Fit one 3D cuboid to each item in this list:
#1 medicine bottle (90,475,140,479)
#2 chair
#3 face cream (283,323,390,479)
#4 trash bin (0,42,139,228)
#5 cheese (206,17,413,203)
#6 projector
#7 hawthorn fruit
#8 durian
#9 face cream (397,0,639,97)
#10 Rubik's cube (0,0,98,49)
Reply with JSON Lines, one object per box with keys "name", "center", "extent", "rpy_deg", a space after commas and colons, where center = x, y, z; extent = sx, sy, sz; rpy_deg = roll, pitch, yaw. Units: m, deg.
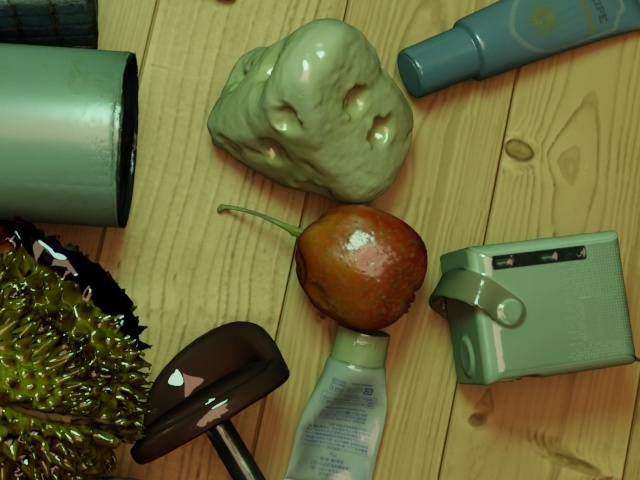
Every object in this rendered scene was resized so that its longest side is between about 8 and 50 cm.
{"name": "medicine bottle", "center": [-0.356, 0.360, 1.391], "extent": [0.293, 0.170, 0.170], "rpy_deg": [5, 84, -7]}
{"name": "chair", "center": [-0.075, 0.305, 1.409], "extent": [0.227, 0.226, 0.401], "rpy_deg": [-30, 88, -10]}
{"name": "face cream", "center": [0.030, 0.223, 1.521], "extent": [0.114, 0.070, 0.224], "rpy_deg": [12, 95, -3]}
{"name": "trash bin", "center": [-0.359, -0.128, 1.410], "extent": [0.263, 0.277, 0.217], "rpy_deg": [4, 126, -4]}
{"name": "cheese", "center": [0.015, -0.155, 1.464], "extent": [0.248, 0.251, 0.173], "rpy_deg": [29, 65, -15]}
{"name": "projector", "center": [0.265, 0.089, 1.510], "extent": [0.243, 0.163, 0.177], "rpy_deg": [-5, 84, -13]}
{"name": "hawthorn fruit", "center": [0.000, 0.000, 1.495], "extent": [0.285, 0.165, 0.165], "rpy_deg": [33, 81, 9]}
{"name": "durian", "center": [-0.378, 0.131, 1.291], "extent": [0.384, 0.347, 0.347], "rpy_deg": [27, 81, 17]}
{"name": "face cream", "center": [0.286, -0.293, 1.591], "extent": [0.385, 0.086, 0.135], "rpy_deg": [-24, 90, -15]}
{"name": "Rubik's cube", "center": [-0.391, -0.362, 1.424], "extent": [0.237, 0.237, 0.238], "rpy_deg": [-3, 85, -9]}
